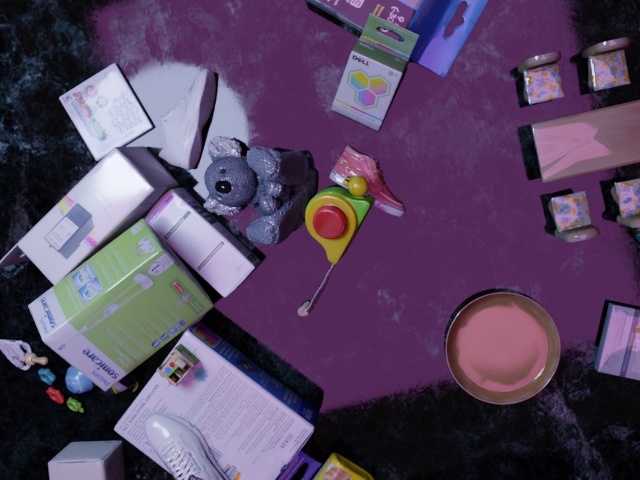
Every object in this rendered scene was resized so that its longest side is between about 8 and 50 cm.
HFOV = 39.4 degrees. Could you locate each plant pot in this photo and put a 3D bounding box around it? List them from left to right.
[{"bbox_3d":[0.379,0.223,1.865,0.236,0.032,0.236,0,95,4],"label":"plant pot"}]

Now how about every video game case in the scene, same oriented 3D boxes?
[{"bbox_3d":[-0.453,-0.271,1.887,0.143,0.019,0.157,-30,92,6],"label":"video game case"}]

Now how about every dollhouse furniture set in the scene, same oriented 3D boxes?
[{"bbox_3d":[0.612,-0.210,1.694,0.394,0.256,0.362,-12,94,5],"label":"dollhouse furniture set"}]

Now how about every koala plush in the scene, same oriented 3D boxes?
[{"bbox_3d":[-0.141,-0.113,1.820,0.221,0.203,0.196,9,109,24],"label":"koala plush"}]

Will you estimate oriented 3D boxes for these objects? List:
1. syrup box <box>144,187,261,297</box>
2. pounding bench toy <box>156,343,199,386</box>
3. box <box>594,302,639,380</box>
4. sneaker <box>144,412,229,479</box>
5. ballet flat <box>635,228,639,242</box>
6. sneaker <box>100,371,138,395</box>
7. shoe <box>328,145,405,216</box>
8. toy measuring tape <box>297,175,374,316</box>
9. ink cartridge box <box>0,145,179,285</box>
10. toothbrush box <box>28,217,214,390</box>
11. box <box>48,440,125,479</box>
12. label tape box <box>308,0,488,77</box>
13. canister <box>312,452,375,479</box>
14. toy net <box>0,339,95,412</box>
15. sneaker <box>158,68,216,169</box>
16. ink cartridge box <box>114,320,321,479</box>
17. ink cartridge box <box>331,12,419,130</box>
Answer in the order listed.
[{"bbox_3d":[-0.245,0.001,1.859,0.237,0.093,0.096,44,97,0],"label":"syrup box"},{"bbox_3d":[-0.284,0.249,1.744,0.052,0.083,0.065,41,96,0],"label":"pounding bench toy"},{"bbox_3d":[0.675,0.218,1.840,0.186,0.038,0.145,12,96,2],"label":"box"},{"bbox_3d":[-0.262,0.438,1.754,0.090,0.095,0.235,-43,89,8],"label":"sneaker"},{"bbox_3d":[0.735,0.048,1.802,0.073,0.080,0.232,-40,93,-8],"label":"ballet flat"},{"bbox_3d":[-0.455,0.218,1.915,0.097,0.084,0.235,-20,97,-13],"label":"sneaker"},{"bbox_3d":[0.110,-0.123,1.836,0.178,0.063,0.081,31,102,5],"label":"shoe"},{"bbox_3d":[0.000,0.000,1.825,0.121,0.121,0.330,29,115,1],"label":"toy measuring tape"},{"bbox_3d":[-0.470,-0.031,1.816,0.353,0.207,0.119,-42,91,9],"label":"ink cartridge box"},{"bbox_3d":[-0.389,0.129,1.762,0.283,0.122,0.206,-39,135,-4],"label":"toothbrush box"},{"bbox_3d":[-0.488,0.599,1.910,0.121,0.148,0.311,-3,94,5],"label":"box"},{"bbox_3d":[0.164,-0.511,1.775,0.333,0.106,0.241,30,97,1],"label":"label tape box"},{"bbox_3d":[0.024,0.550,1.895,0.126,0.073,0.170,34,95,-14],"label":"canister"},{"bbox_3d":[-0.596,0.279,1.936,0.232,0.045,0.122,30,135,8],"label":"toy net"},{"bbox_3d":[-0.284,-0.259,1.852,0.094,0.080,0.212,19,98,14],"label":"sneaker"},{"bbox_3d":[-0.187,0.396,1.864,0.395,0.151,0.270,37,97,2],"label":"ink cartridge box"},{"bbox_3d":[0.105,-0.328,1.761,0.109,0.062,0.209,25,136,2],"label":"ink cartridge box"}]
